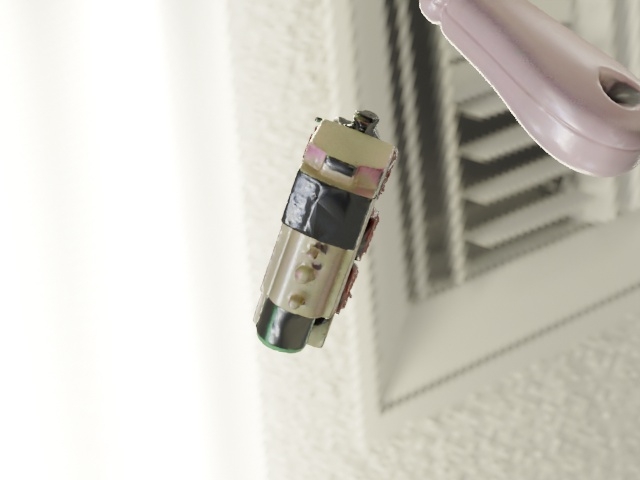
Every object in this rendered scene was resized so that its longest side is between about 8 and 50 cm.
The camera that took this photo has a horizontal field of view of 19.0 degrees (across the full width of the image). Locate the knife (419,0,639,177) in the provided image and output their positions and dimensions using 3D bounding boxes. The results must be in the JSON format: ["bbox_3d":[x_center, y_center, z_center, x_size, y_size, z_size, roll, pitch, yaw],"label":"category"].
[{"bbox_3d":[0.056,-0.156,1.005,0.081,0.336,0.043,-14,-36,-46],"label":"knife"}]

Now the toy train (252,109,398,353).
[{"bbox_3d":[0.000,0.000,1.009,0.087,0.050,0.138,-63,-7,-62],"label":"toy train"}]
